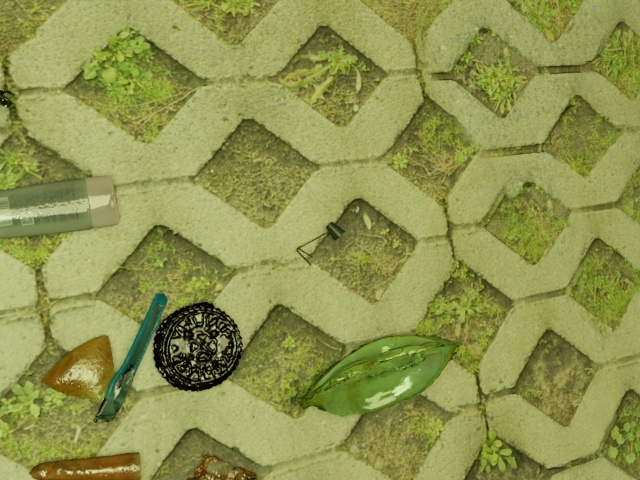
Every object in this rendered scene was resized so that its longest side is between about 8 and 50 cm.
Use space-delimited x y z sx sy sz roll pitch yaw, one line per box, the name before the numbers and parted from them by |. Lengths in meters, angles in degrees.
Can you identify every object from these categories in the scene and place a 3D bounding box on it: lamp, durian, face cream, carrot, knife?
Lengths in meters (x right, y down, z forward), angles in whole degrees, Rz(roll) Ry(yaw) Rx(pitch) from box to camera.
lamp | 0.001 -0.001 1.680 0.054 0.041 0.121 46 65 -3
durian | 0.132 0.315 1.603 0.395 0.198 0.163 -12 89 -23
face cream | -0.545 -0.062 1.425 0.269 0.073 0.107 -11 92 -25
carrot | -0.462 0.452 1.404 0.210 0.061 0.061 3 82 -19
knife | -0.381 0.236 1.454 0.044 0.026 0.296 36 59 -29

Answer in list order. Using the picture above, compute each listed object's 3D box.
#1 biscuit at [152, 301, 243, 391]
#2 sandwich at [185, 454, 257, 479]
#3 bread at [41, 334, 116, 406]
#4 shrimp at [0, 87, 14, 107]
biscuit | -0.260 0.229 1.520 0.195 0.053 0.194 3 82 -24
sandwich | -0.200 0.549 1.488 0.235 0.079 0.159 29 72 -17
bread | -0.458 0.254 1.433 0.154 0.054 0.135 27 70 -21
shrimp | -0.779 -0.412 1.375 0.445 0.085 0.272 34 66 -11
